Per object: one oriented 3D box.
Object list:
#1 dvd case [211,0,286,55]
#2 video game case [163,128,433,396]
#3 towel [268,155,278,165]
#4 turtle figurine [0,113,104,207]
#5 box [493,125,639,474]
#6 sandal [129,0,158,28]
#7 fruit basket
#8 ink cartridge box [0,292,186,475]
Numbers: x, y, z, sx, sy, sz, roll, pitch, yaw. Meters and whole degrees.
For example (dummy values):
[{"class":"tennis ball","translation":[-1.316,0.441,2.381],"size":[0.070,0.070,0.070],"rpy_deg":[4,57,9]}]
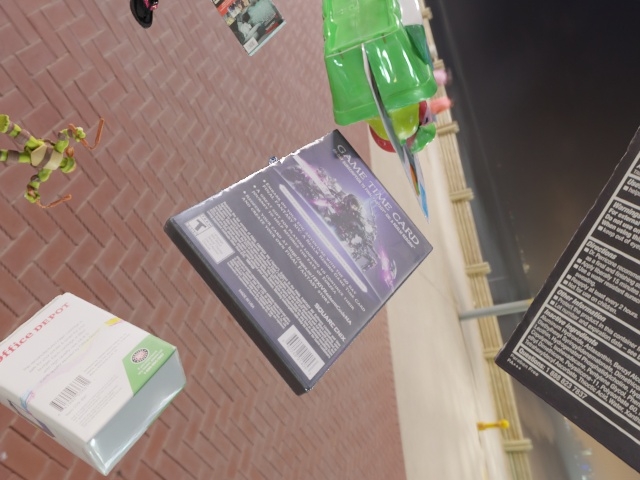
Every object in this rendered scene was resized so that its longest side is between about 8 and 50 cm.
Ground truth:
[{"class":"dvd case","translation":[-0.123,-0.387,0.844],"size":[0.119,0.087,0.013],"rpy_deg":[56,26,1]},{"class":"video game case","translation":[0.000,0.000,0.539],"size":[0.196,0.026,0.274],"rpy_deg":[51,45,0]},{"class":"towel","translation":[-0.109,-0.151,1.284],"size":[0.067,0.029,0.119],"rpy_deg":[-95,172,-45]},{"class":"turtle figurine","translation":[-0.648,-0.212,1.171],"size":[0.087,0.269,0.217],"rpy_deg":[44,9,29]},{"class":"box","translation":[0.397,0.086,0.494],"size":[0.183,0.293,0.296],"rpy_deg":[5,26,-47]},{"class":"sandal","translation":[-0.438,-0.619,1.277],"size":[0.067,0.040,0.179],"rpy_deg":[35,51,-52]},{"class":"fruit basket","translation":[0.127,-0.249,0.828],"size":[0.353,0.166,0.326],"rpy_deg":[45,35,-46]},{"class":"ink cartridge box","translation":[-0.315,0.180,0.672],"size":[0.154,0.213,0.093],"rpy_deg":[-51,153,-40]}]
